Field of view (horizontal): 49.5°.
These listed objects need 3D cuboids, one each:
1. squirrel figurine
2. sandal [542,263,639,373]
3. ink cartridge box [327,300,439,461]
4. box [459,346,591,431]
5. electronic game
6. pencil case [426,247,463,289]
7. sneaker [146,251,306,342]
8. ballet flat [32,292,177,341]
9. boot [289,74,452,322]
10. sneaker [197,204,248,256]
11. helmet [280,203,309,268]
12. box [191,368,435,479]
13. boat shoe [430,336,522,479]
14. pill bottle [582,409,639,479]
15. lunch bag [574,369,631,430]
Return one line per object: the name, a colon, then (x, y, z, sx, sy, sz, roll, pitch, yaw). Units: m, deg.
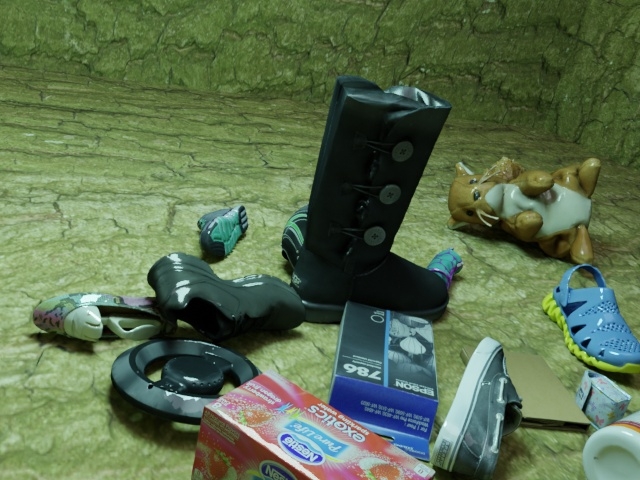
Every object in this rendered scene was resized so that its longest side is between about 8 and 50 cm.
squirrel figurine: (0.536, -0.100, 1.932, 0.371, 0.281, 0.397, 4, 8, 4)
sandal: (0.561, 0.153, 1.423, 0.126, 0.138, 0.317, 9, 24, -15)
ink cartridge box: (0.103, 0.211, 1.128, 0.165, 0.065, 0.332, 14, 23, 0)
box: (0.351, 0.255, 1.211, 0.164, 0.021, 0.201, 8, 22, -11)
electronic game: (-0.186, 0.201, 1.006, 0.229, 0.048, 0.229, 12, 14, -3)
pencil case: (0.275, 0.069, 1.556, 0.070, 0.064, 0.152, -5, 15, 25)
sneaker: (-0.145, 0.118, 1.143, 0.286, 0.109, 0.130, 15, 31, -31)
ballet flat: (-0.327, 0.126, 1.084, 0.222, 0.076, 0.079, 4, 27, -32)
boot: (0.143, -0.062, 1.291, 0.367, 0.445, 0.146, -1, 26, -30)
sneaker: (-0.233, -0.017, 1.498, 0.098, 0.083, 0.223, -4, 14, 14)
helmet: (0.000, 0.000, 1.446, 0.169, 0.169, 0.161, -1, 35, -31)
box: (-0.014, 0.278, 0.818, 0.257, 0.122, 0.128, 26, 26, 29)
boat shoe: (0.257, 0.252, 1.057, 0.102, 0.108, 0.301, 20, 26, 17)
pill bottle: (0.497, 0.311, 1.027, 0.221, 0.121, 0.121, -5, 28, -39)
lunch bag: (0.468, 0.271, 1.173, 0.053, 0.071, 0.083, -3, 30, -28)
